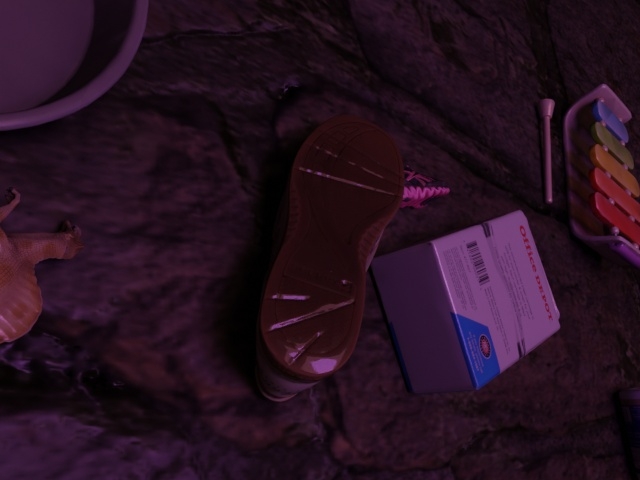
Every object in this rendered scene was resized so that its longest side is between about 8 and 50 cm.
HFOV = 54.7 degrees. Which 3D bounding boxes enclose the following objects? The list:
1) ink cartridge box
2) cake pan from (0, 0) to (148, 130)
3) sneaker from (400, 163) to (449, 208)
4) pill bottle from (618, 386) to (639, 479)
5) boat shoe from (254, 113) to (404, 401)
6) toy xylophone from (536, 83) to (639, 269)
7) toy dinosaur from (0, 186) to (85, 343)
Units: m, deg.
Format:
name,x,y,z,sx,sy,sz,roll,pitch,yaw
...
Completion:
name,x,y,z,sx,sy,sz,roll,pitch,yaw
ink cartridge box,0.164,0.060,0.672,0.203,0.086,0.148,-15,87,-47
cake pan,-0.250,-0.196,0.379,0.293,0.054,0.293,17,64,-40
sneaker,0.098,-0.066,0.688,0.119,0.047,0.057,-5,68,-47
pill bottle,0.520,0.311,0.915,0.112,0.112,0.186,6,72,-43
boat shoe,0.000,0.000,0.546,0.105,0.089,0.285,26,52,-5
toy xylophone,0.457,-0.111,1.025,0.236,0.081,0.322,18,64,-39
toy dinosaur,-0.205,0.026,0.345,0.092,0.053,0.183,53,46,-19
